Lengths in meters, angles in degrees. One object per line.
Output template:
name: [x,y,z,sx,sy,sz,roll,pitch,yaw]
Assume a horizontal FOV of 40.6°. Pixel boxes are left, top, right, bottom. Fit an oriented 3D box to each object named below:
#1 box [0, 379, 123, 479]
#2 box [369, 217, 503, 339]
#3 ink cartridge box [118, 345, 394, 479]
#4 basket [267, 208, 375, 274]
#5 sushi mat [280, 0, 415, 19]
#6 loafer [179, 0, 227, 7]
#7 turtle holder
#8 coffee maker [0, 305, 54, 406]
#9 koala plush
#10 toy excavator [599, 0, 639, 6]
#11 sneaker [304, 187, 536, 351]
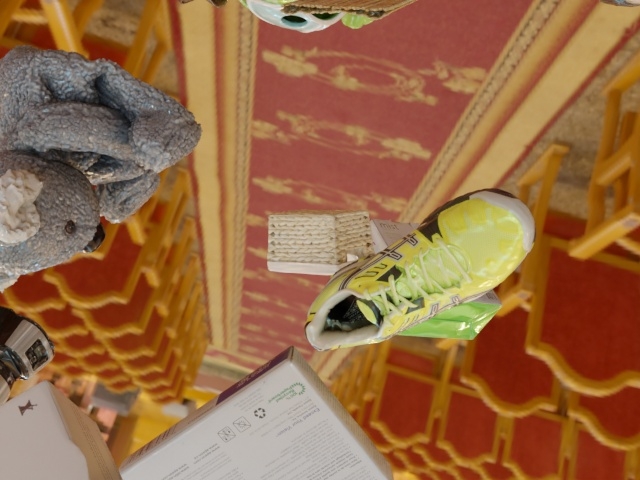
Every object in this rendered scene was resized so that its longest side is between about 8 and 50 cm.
box: [-0.261,0.254,0.746,0.181,0.182,0.119,53,170,33]
box: [0.223,0.083,1.872,0.262,0.231,0.127,7,130,-37]
ink cartridge box: [-0.070,0.369,1.267,0.330,0.324,0.071,53,-168,-12]
basket: [0.000,0.000,1.491,0.167,0.103,0.113,3,-172,41]
sushi mat: [0.086,-0.349,1.215,0.151,0.316,0.019,12,119,26]
loafer: [-0.151,-0.343,1.173,0.170,0.062,0.061,-2,115,61]
turtle holder: [-0.037,-0.520,1.758,0.227,0.243,0.320,44,169,35]
coffee maker: [-0.480,0.173,1.170,0.171,0.178,0.120,27,136,5]
koala plush: [-0.267,-0.058,0.843,0.203,0.221,0.196,34,149,-15]
toy excavator: [0.620,-0.357,1.222,0.445,0.433,0.222,2,-165,-18]
sneaker: [0.136,0.064,1.215,0.384,0.147,0.145,-35,96,35]
